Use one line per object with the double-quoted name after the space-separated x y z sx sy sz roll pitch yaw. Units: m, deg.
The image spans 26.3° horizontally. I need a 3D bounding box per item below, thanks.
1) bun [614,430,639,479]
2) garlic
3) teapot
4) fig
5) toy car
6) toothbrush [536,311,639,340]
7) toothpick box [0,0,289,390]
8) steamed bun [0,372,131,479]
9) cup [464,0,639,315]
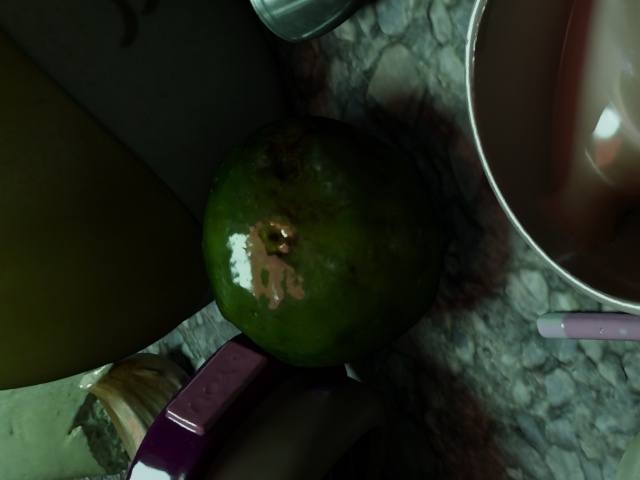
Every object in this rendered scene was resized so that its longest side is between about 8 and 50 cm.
0.259 0.211 0.808 0.263 0.175 0.263 32 132 44 "bun"
-0.184 0.216 1.495 0.090 0.128 0.198 -12 96 41 "garlic"
-0.008 -0.208 1.009 0.090 0.124 0.092 -13 63 39 "teapot"
0.000 0.000 1.082 0.245 0.195 0.195 -17 -96 -87 "fig"
-0.007 0.252 1.142 0.240 0.271 0.341 23 145 30 "toy car"
0.240 0.057 0.883 0.286 0.025 0.020 -3 108 58 "toothbrush"
-0.278 -0.069 1.188 0.409 0.425 0.409 32 132 43 "toothpick box"
-0.377 0.151 1.656 0.290 0.273 0.272 1 95 43 "steamed bun"
0.211 -0.110 0.657 0.191 0.200 0.253 41 140 35 "cup"
